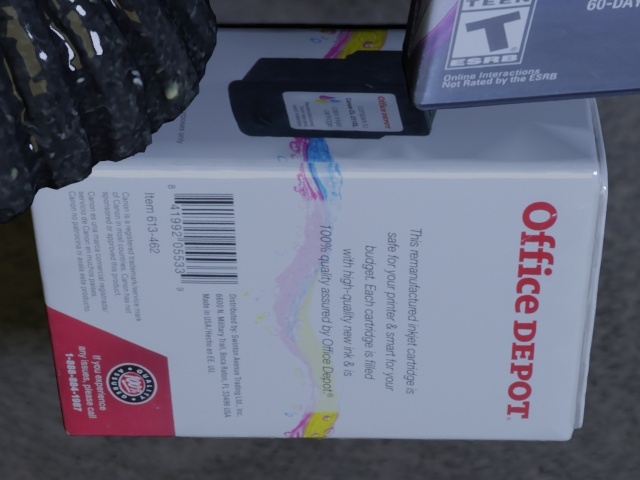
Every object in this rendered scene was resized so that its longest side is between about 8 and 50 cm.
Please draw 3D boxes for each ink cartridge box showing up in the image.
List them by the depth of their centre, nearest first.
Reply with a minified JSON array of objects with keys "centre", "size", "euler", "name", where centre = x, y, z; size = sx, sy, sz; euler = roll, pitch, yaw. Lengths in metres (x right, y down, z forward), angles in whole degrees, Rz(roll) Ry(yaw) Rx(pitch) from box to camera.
[{"centre":[0.000,0.000,0.653],"size":[0.175,0.072,0.127],"euler":[1,133,1],"name":"ink cartridge box"}]

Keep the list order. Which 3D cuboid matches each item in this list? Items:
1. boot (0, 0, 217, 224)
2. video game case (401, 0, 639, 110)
[{"centre":[-0.062,-0.132,0.491],"size":[0.348,0.131,0.260],"euler":[-10,130,17],"name":"boot"},{"centre":[0.130,-0.126,0.457],"size":[0.196,0.026,0.274],"euler":[-5,149,-8],"name":"video game case"}]
